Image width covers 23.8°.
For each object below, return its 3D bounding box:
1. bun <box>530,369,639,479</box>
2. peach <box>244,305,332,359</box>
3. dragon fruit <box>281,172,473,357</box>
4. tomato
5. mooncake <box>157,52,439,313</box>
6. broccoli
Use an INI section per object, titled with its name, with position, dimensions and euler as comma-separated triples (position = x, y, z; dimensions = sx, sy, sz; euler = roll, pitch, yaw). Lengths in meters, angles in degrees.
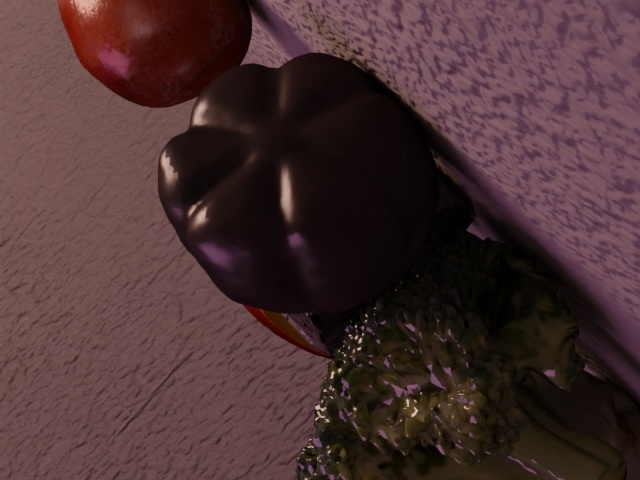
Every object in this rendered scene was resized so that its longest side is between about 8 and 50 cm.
[bun]
position = 0.281, 0.249, 1.682
dimensions = 0.293, 0.293, 0.187
euler = 46, 141, 0
[peach]
position = 0.000, 0.000, 2.016
dimensions = 0.380, 0.242, 0.306
euler = 42, -168, -28
[dragon fruit]
position = 0.009, -0.026, 1.556
dimensions = 0.221, 0.204, 0.283
euler = 43, 172, 16
[tomato]
position = -0.193, -0.255, 1.703
dimensions = 0.232, 0.188, 0.232
euler = 48, 177, 3
[mooncake]
position = -0.020, -0.053, 1.357
dimensions = 0.245, 0.245, 0.133
euler = 46, 169, 36
[broccoli]
position = 0.123, 0.161, 1.452
dimensions = 0.277, 0.317, 0.338
euler = -22, -72, -54
